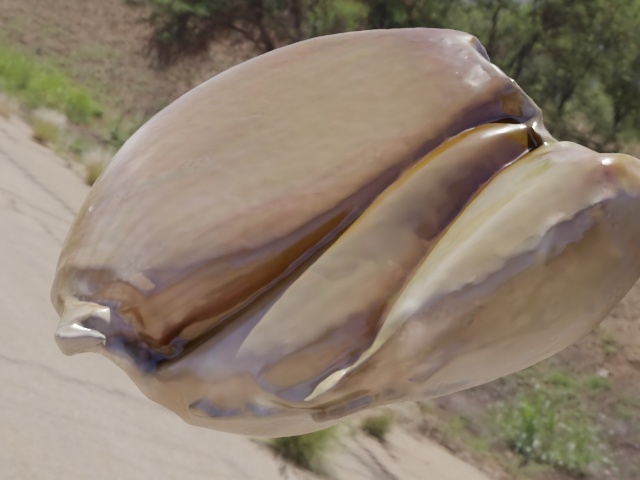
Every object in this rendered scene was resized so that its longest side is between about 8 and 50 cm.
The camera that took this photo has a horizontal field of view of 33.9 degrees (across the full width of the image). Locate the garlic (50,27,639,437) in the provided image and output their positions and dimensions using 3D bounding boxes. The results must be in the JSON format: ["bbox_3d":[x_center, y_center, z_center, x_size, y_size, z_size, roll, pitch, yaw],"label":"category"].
[{"bbox_3d":[0.000,0.000,0.458,0.217,0.228,0.110,-123,-168,-46],"label":"garlic"}]
